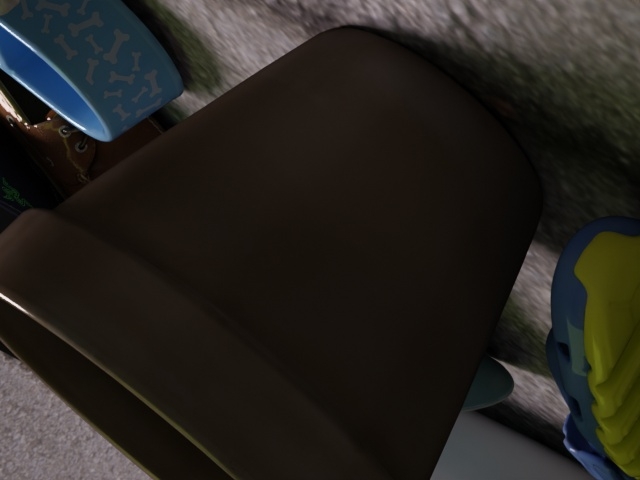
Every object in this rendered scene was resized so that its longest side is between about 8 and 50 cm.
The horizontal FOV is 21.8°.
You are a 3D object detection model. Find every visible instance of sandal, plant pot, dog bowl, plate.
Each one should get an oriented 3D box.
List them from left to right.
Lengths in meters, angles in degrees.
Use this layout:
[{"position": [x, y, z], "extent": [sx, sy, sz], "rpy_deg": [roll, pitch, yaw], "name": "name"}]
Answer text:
[{"position": [-0.245, -0.189, 1.351], "extent": [0.297, 0.074, 0.166], "rpy_deg": [37, 166, 14], "name": "dog bowl"}, {"position": [-0.017, 0.028, 1.055], "extent": [0.323, 0.280, 0.323], "rpy_deg": [36, 164, 12], "name": "plant pot"}, {"position": [0.065, 0.097, 1.350], "extent": [0.188, 0.188, 0.024], "rpy_deg": [22, 113, 48], "name": "plate"}, {"position": [0.192, 0.088, 1.050], "extent": [0.138, 0.126, 0.317], "rpy_deg": [33, 162, 37], "name": "sandal"}]

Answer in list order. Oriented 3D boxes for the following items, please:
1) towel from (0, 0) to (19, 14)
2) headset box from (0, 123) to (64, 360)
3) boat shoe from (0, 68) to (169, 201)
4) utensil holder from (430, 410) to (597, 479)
[{"position": [-0.364, -0.309, 1.116], "extent": [0.320, 0.090, 0.374], "rpy_deg": [9, 136, 56], "name": "towel"}, {"position": [-0.282, -0.008, 1.567], "extent": [0.246, 0.131, 0.283], "rpy_deg": [35, -164, -39], "name": "headset box"}, {"position": [-0.214, -0.100, 1.473], "extent": [0.307, 0.110, 0.104], "rpy_deg": [36, 165, 12], "name": "boat shoe"}, {"position": [0.087, 0.299, 1.512], "extent": [0.385, 0.327, 0.327], "rpy_deg": [22, 157, 40], "name": "utensil holder"}]
